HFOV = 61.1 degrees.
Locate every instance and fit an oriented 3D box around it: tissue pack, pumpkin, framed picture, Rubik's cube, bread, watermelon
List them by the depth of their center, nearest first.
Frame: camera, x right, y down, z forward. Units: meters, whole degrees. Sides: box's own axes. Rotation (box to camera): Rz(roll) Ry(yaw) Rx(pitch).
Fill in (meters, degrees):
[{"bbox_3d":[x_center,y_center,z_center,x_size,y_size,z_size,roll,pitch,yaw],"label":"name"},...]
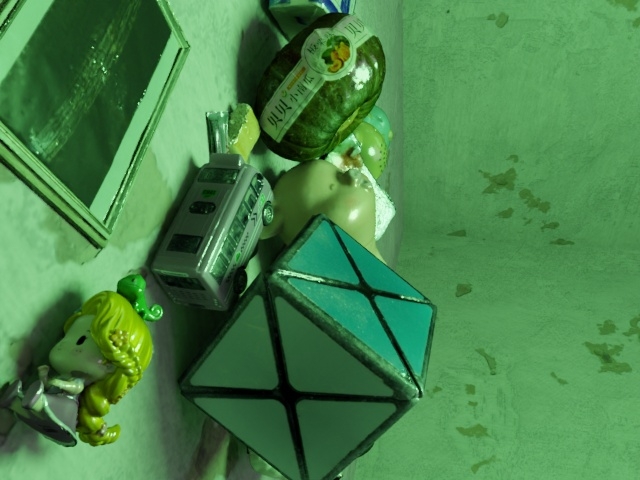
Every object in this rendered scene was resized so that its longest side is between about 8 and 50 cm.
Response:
[{"bbox_3d":[-0.211,-0.171,0.523,0.231,0.018,0.294,69,30,-59],"label":"framed picture"},{"bbox_3d":[-0.008,0.151,0.792,0.255,0.260,0.259,-53,-178,25],"label":"Rubik's cube"},{"bbox_3d":[-0.123,-0.160,0.837,0.070,0.035,0.083,63,41,-63],"label":"bread"},{"bbox_3d":[-0.010,-0.266,0.928,0.260,0.189,0.260,-44,175,-5],"label":"pumpkin"},{"bbox_3d":[-0.007,-0.510,0.979,0.209,0.137,0.270,4,95,-76],"label":"tissue pack"},{"bbox_3d":[0.067,-0.069,1.237,0.320,0.213,0.290,98,4,-52],"label":"watermelon"}]

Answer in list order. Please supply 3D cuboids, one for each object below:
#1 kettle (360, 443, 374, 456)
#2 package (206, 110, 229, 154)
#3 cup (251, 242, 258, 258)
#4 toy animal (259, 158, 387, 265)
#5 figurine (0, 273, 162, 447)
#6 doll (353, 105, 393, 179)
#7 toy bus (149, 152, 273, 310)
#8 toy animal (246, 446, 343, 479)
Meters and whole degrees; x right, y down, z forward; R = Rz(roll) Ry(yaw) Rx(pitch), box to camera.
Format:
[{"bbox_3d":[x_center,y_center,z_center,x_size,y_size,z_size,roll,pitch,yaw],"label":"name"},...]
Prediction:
[{"bbox_3d":[0.005,0.337,1.217,0.250,0.207,0.272,-11,96,-72],"label":"kettle"},{"bbox_3d":[-0.144,-0.131,0.784,0.037,0.015,0.111,-21,120,-40],"label":"package"},{"bbox_3d":[-0.142,0.024,0.821,0.055,0.074,0.083,54,28,-8],"label":"cup"},{"bbox_3d":[0.000,0.000,1.036,0.326,0.269,0.237,-56,-176,35],"label":"toy animal"},{"bbox_3d":[-0.199,0.115,0.511,0.115,0.094,0.156,66,34,-41],"label":"figurine"},{"bbox_3d":[0.105,-0.249,1.440,0.261,0.161,0.177,-68,160,-54],"label":"doll"},{"bbox_3d":[-0.138,-0.015,0.713,0.108,0.096,0.199,69,32,-51],"label":"toy bus"},{"bbox_3d":[-0.039,0.354,1.017,0.208,0.204,0.156,56,44,-80],"label":"toy animal"}]
